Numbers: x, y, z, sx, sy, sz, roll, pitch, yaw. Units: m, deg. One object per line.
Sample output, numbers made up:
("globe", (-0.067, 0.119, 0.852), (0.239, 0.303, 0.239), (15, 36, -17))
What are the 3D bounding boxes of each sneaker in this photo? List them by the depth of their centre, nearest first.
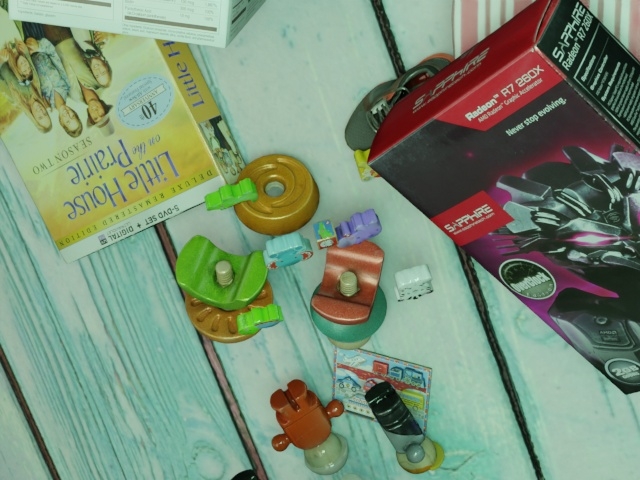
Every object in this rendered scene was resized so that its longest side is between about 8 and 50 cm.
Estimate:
("sneaker", (0.076, -0.143, 1.017), (0.158, 0.065, 0.061), (-38, 89, 33))

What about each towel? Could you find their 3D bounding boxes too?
("towel", (0.212, -0.168, 0.873), (0.197, 0.029, 0.144), (8, 110, 32))

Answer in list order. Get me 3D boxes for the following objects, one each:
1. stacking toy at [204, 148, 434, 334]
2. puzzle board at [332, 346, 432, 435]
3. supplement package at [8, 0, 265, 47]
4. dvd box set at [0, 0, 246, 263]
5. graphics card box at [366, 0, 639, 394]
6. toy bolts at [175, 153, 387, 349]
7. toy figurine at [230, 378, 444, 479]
("stacking toy", (0.000, 0.000, 1.023), (0.221, 0.052, 0.167), (-15, 65, 0))
("puzzle board", (0.073, 0.185, 1.182), (0.128, 0.011, 0.096), (13, 115, 24))
("supplement package", (-0.160, -0.298, 0.934), (0.203, 0.262, 0.145), (8, 114, 3))
("dvd box set", (-0.300, -0.206, 1.196), (0.307, 0.062, 0.421), (-20, 99, 33))
("graphics card box", (0.248, -0.024, 0.860), (0.371, 0.094, 0.232), (40, 144, -14))
("toy bolts", (-0.026, 0.039, 1.122), (0.228, 0.218, 0.158), (17, 153, 11))
("toy figurine", (0.021, 0.279, 1.121), (0.209, 0.213, 0.148), (-7, 129, 31))
